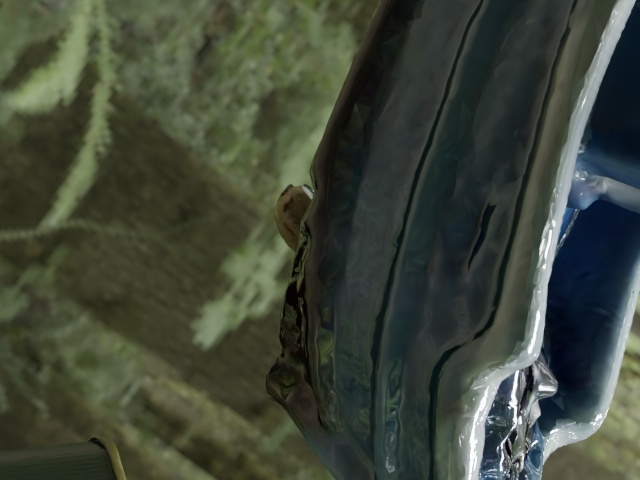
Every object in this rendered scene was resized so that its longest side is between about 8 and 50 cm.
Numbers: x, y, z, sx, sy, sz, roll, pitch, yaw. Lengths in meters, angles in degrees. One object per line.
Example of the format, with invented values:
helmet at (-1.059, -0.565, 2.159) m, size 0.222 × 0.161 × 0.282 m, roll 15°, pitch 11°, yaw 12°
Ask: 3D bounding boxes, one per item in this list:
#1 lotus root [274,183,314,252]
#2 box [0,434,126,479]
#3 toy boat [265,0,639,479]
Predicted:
lotus root at (0.000, 0.000, 1.177) m, size 0.037 × 0.083 × 0.030 m, roll -44°, pitch -179°, yaw 11°
box at (-0.152, 0.221, 0.970) m, size 0.144 × 0.090 × 0.201 m, roll -62°, pitch -140°, yaw 44°
toy boat at (0.096, -0.045, 0.469) m, size 0.309 × 0.142 × 0.129 m, roll -64°, pitch 159°, yaw -9°
